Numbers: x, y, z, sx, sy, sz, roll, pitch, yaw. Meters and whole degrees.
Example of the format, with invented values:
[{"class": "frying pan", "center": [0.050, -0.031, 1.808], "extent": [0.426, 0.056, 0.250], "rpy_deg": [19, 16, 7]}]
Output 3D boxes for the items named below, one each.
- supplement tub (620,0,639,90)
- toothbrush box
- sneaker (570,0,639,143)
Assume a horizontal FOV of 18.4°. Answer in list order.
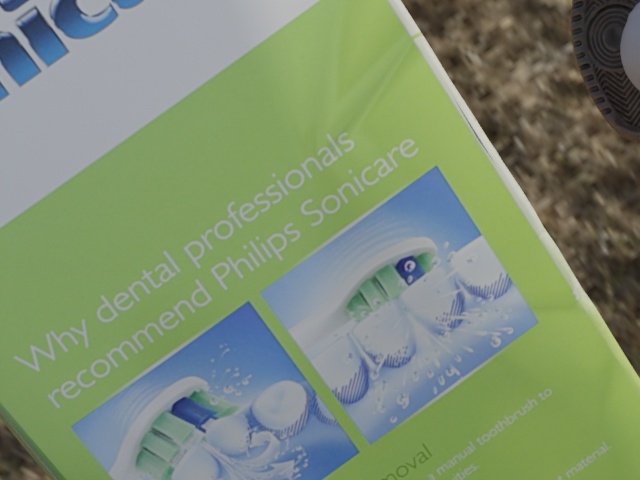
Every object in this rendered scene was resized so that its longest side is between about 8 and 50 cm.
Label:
[{"class": "supplement tub", "center": [0.351, -0.191, 1.152], "extent": [0.241, 0.241, 0.331], "rpy_deg": [30, 90, 33]}, {"class": "toothbrush box", "center": [-0.019, 0.005, 0.505], "extent": [0.122, 0.283, 0.206], "rpy_deg": [-37, 25, 0]}, {"class": "sneaker", "center": [0.241, -0.208, 1.391], "extent": [0.099, 0.153, 0.282], "rpy_deg": [-11, 86, 32]}]
